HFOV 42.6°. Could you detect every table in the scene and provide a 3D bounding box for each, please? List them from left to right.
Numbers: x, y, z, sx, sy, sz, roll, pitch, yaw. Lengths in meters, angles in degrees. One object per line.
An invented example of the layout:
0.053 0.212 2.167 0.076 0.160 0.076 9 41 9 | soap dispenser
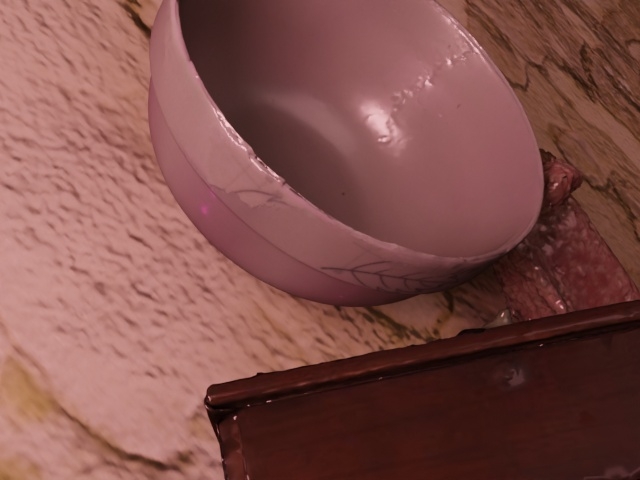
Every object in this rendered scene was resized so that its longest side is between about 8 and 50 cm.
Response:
0.102 0.201 0.354 0.251 0.196 0.282 -10 59 -6 | table

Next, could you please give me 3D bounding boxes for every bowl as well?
0.002 -0.069 0.578 0.287 0.144 0.287 21 45 -23 | bowl

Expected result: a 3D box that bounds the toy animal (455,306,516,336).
0.124 0.125 0.606 0.121 0.094 0.225 47 41 9 | toy animal

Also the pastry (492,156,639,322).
0.218 0.053 0.703 0.103 0.112 0.265 -37 108 -35 | pastry

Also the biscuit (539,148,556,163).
0.149 -0.052 0.772 0.239 0.062 0.108 9 56 -38 | biscuit
